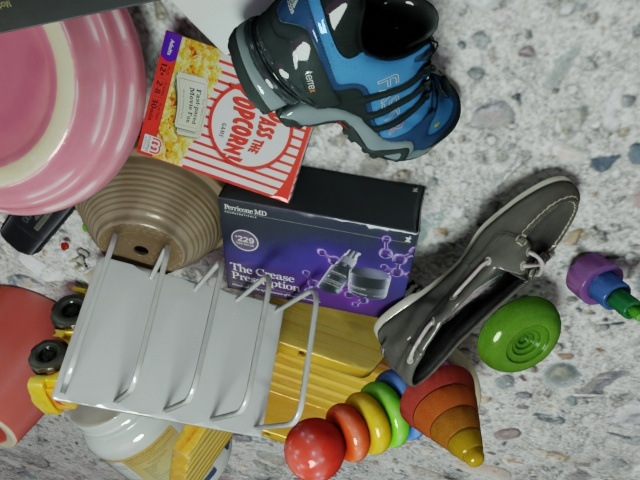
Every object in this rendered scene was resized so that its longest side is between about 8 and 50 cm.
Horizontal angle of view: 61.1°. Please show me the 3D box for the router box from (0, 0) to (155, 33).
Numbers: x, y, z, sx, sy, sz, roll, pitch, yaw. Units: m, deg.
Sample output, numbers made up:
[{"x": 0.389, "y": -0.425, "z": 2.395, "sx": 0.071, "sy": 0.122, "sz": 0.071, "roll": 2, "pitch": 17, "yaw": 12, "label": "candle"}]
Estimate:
[{"x": -0.122, "y": -0.263, "z": 0.298, "sx": 0.309, "sy": 0.081, "sz": 0.243, "roll": -1, "pitch": 123, "yaw": 22, "label": "router box"}]

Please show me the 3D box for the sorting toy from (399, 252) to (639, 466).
[{"x": 0.276, "y": 0.175, "z": 0.728, "sx": 0.365, "sy": 0.126, "sz": 0.127, "roll": -42, "pitch": 121, "yaw": 9, "label": "sorting toy"}]

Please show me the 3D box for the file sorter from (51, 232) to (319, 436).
[{"x": -0.165, "y": 0.125, "z": 0.693, "sx": 0.278, "sy": 0.193, "sz": 0.173, "roll": 18, "pitch": 154, "yaw": -19, "label": "file sorter"}]

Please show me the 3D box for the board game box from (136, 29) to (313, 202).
[{"x": -0.105, "y": -0.146, "z": 0.652, "sx": 0.193, "sy": 0.045, "sz": 0.146, "roll": 18, "pitch": 104, "yaw": -2, "label": "board game box"}]

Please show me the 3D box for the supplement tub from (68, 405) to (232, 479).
[{"x": -0.356, "y": 0.397, "z": 1.167, "sx": 0.228, "sy": 0.228, "sz": 0.316, "roll": -9, "pitch": 129, "yaw": 24, "label": "supplement tub"}]

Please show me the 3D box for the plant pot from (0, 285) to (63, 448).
[{"x": -0.653, "y": 0.272, "z": 1.127, "sx": 0.275, "sy": 0.243, "sz": 0.275, "roll": 9, "pitch": 135, "yaw": 9, "label": "plant pot"}]

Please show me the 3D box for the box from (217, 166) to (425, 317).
[{"x": 0.000, "y": 0.000, "z": 0.769, "sx": 0.261, "sy": 0.103, "sz": 0.184, "roll": 10, "pitch": 132, "yaw": 7, "label": "box"}]

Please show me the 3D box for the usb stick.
[{"x": -0.449, "y": -0.056, "z": 0.889, "sx": 0.077, "sy": 0.045, "sz": 0.278, "roll": 45, "pitch": 130, "yaw": -16, "label": "usb stick"}]

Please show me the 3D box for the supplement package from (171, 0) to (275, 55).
[{"x": -0.069, "y": -0.308, "z": 0.432, "sx": 0.194, "sy": 0.149, "sz": 0.203, "roll": -22, "pitch": 135, "yaw": 32, "label": "supplement package"}]

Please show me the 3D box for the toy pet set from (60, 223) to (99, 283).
[{"x": -0.378, "y": 0.026, "z": 0.953, "sx": 0.122, "sy": 0.065, "sz": 0.114, "roll": -28, "pitch": 85, "yaw": 33, "label": "toy pet set"}]

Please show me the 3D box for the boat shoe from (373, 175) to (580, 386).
[{"x": 0.212, "y": 0.064, "z": 0.703, "sx": 0.112, "sy": 0.095, "sz": 0.335, "roll": 24, "pitch": 119, "yaw": -42, "label": "boat shoe"}]

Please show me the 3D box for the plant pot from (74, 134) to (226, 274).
[{"x": -0.246, "y": -0.026, "z": 0.782, "sx": 0.237, "sy": 0.109, "sz": 0.237, "roll": 2, "pitch": 140, "yaw": 2, "label": "plant pot"}]

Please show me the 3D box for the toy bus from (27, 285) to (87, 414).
[{"x": -0.405, "y": 0.217, "z": 1.024, "sx": 0.211, "sy": 0.220, "sz": 0.149, "roll": 9, "pitch": 138, "yaw": 0, "label": "toy bus"}]

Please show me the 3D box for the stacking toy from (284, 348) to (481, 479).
[{"x": 0.092, "y": 0.271, "z": 0.850, "sx": 0.330, "sy": 0.141, "sz": 0.141, "roll": -14, "pitch": 146, "yaw": -31, "label": "stacking toy"}]

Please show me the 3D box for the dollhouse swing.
[{"x": -0.055, "y": 0.315, "z": 0.946, "sx": 0.315, "sy": 0.305, "sz": 0.347, "roll": 19, "pitch": 134, "yaw": -2, "label": "dollhouse swing"}]

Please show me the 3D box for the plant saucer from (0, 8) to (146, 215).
[{"x": -0.368, "y": -0.186, "z": 0.607, "sx": 0.332, "sy": 0.084, "sz": 0.332, "roll": 2, "pitch": 105, "yaw": 8, "label": "plant saucer"}]

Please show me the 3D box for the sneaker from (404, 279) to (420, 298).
[{"x": 0.109, "y": 0.086, "z": 0.867, "sx": 0.109, "sy": 0.040, "sz": 0.043, "roll": -9, "pitch": 114, "yaw": 19, "label": "sneaker"}]

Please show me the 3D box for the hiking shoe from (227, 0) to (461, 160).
[{"x": 0.068, "y": -0.151, "z": 0.499, "sx": 0.132, "sy": 0.113, "sz": 0.304, "roll": -28, "pitch": 164, "yaw": 38, "label": "hiking shoe"}]
